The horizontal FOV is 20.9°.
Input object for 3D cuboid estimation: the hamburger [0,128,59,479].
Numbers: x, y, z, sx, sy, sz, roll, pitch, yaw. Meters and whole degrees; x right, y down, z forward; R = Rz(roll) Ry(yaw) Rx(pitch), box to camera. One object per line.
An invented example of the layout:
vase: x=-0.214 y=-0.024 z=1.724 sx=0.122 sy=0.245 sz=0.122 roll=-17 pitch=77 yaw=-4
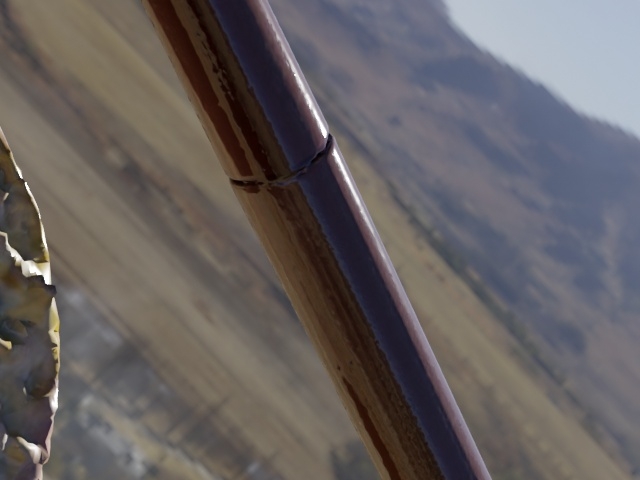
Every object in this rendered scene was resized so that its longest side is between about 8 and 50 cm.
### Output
hamburger: x=-0.313 y=-0.026 z=0.800 sx=0.287 sy=0.268 sz=0.445 roll=-9 pitch=-69 yaw=55

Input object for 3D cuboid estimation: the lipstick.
lipstick: x=0.000 y=0.000 z=0.851 sx=0.357 sy=0.057 sz=0.057 roll=63 pitch=-1 yaw=-25
